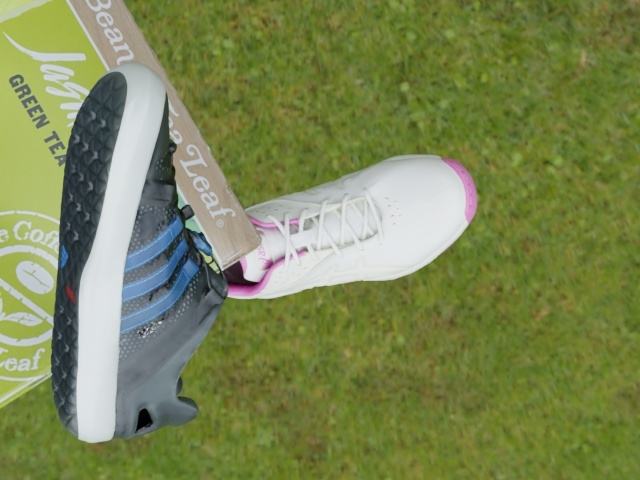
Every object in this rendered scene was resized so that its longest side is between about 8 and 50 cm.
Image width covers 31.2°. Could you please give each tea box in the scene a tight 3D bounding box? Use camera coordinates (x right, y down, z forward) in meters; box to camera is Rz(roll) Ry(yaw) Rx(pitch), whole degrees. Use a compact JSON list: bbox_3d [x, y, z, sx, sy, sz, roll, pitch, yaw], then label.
[{"bbox_3d":[-0.278,-0.045,0.742,0.329,0.324,0.220,59,150,-5],"label":"tea box"}]

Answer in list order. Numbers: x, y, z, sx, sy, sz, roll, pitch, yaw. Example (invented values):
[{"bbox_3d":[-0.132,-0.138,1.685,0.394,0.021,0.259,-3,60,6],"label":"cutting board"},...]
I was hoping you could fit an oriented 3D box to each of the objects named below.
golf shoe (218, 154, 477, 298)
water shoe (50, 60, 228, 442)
[{"bbox_3d":[0.000,0.000,1.089,0.306,0.140,0.115,-20,88,31],"label":"golf shoe"},{"bbox_3d":[-0.087,0.007,0.578,0.080,0.073,0.203,-1,118,-28],"label":"water shoe"}]
